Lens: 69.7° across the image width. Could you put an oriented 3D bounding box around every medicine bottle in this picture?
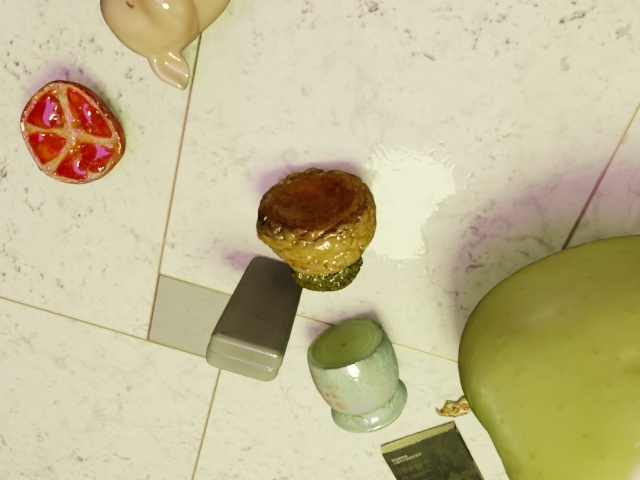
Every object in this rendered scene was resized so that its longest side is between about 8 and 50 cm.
[{"bbox_3d":[0.063,0.230,0.786,0.147,0.147,0.143,-17,110,11],"label":"medicine bottle"}]

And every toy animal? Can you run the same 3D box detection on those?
[{"bbox_3d":[-0.189,-0.351,0.596,0.250,0.154,0.166,-43,59,26],"label":"toy animal"}]

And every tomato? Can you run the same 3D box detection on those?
[{"bbox_3d":[-0.379,-0.166,0.722,0.156,0.069,0.155,1,109,2],"label":"tomato"}]

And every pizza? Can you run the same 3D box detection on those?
[{"bbox_3d":[0.259,0.316,0.869,0.083,0.016,0.037,-18,101,13],"label":"pizza"}]

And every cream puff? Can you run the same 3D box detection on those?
[{"bbox_3d":[0.000,0.000,0.717,0.183,0.183,0.169,-6,133,7],"label":"cream puff"}]

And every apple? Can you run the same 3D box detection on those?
[{"bbox_3d":[0.416,0.209,0.590,0.474,0.473,0.473,2,110,5],"label":"apple"}]

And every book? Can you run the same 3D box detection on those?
[{"bbox_3d":[0.239,0.479,0.927,0.160,0.024,0.228,-25,106,13],"label":"book"}]

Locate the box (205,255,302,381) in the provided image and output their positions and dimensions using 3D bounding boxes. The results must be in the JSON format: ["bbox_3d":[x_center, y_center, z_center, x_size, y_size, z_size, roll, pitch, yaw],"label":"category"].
[{"bbox_3d":[-0.089,0.107,0.703,0.103,0.243,0.055,16,114,-1],"label":"box"}]
